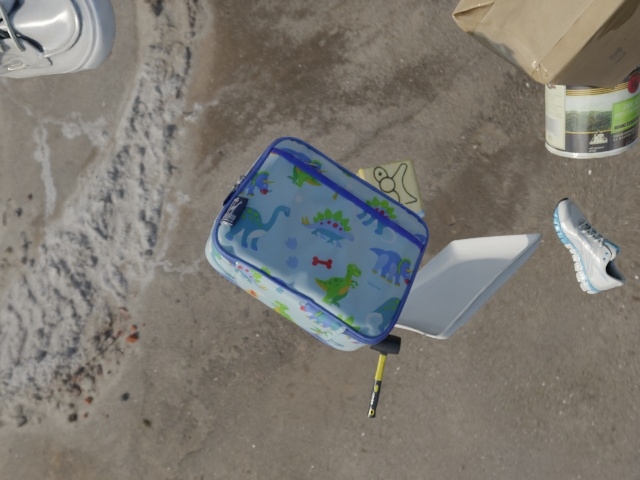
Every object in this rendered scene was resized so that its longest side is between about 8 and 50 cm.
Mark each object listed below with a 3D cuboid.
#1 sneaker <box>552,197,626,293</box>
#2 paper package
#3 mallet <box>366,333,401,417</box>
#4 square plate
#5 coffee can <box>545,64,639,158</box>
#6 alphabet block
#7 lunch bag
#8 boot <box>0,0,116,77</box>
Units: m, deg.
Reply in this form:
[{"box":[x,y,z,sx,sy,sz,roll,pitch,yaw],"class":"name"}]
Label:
[{"box":[0.499,0.004,0.919,0.190,0.071,0.083,62,150,-3],"class":"sneaker"},{"box":[0.375,-0.355,0.625,0.168,0.325,0.309,52,132,19],"class":"paper package"},{"box":[0.110,0.274,1.026,0.063,0.039,0.189,18,105,8],"class":"mallet"},{"box":[0.317,0.111,1.217,0.344,0.347,0.049,-41,100,-16],"class":"square plate"},{"box":[0.621,-0.354,1.149,0.202,0.201,0.275,2,125,28],"class":"coffee can"},{"box":[0.230,-0.149,1.727,0.193,0.193,0.196,-11,84,-6],"class":"alphabet block"},{"box":[0.000,0.000,0.553,0.219,0.176,0.090,34,153,-5],"class":"lunch bag"},{"box":[-0.327,-0.205,0.519,0.259,0.123,0.095,1,116,40],"class":"boot"}]
